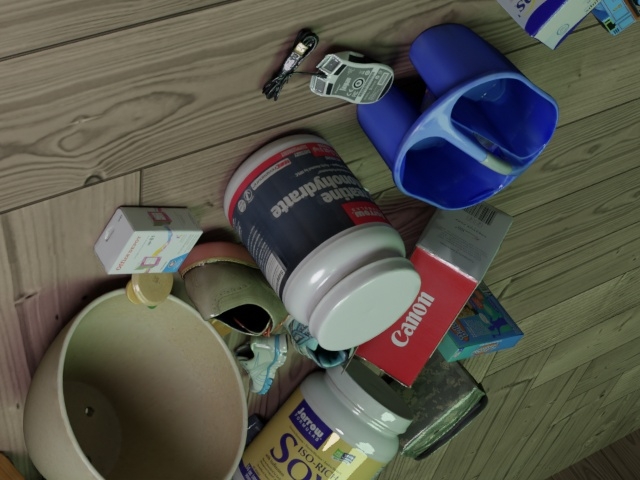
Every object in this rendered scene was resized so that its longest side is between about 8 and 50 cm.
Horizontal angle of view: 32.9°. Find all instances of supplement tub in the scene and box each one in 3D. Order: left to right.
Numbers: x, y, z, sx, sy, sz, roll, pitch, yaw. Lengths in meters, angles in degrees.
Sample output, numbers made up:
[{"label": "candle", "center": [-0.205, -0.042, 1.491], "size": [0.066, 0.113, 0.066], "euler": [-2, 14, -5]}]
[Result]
[{"label": "supplement tub", "center": [0.000, 0.000, 1.540], "size": [0.191, 0.272, 0.191], "euler": [-26, 150, -16]}, {"label": "supplement tub", "center": [0.007, 0.417, 2.188], "size": [0.331, 0.241, 0.241], "euler": [-51, 149, 8]}]

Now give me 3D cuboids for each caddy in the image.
[{"label": "caddy", "center": [0.217, -0.166, 1.620], "size": [0.241, 0.179, 0.341], "euler": [-46, 149, 18]}]

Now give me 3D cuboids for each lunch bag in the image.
[{"label": "lunch bag", "center": [0.259, 0.383, 2.513], "size": [0.235, 0.169, 0.287], "euler": [-41, 159, 4]}]

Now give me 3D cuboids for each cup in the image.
[{"label": "cup", "center": [-0.308, 0.263, 1.620], "size": [0.331, 0.331, 0.237], "euler": [0, 159, -47]}]

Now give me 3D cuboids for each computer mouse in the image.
[{"label": "computer mouse", "center": [0.017, -0.226, 1.463], "size": [0.193, 0.042, 0.106], "euler": [4, 129, -42]}]

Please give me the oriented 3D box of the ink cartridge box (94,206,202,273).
[{"label": "ink cartridge box", "center": [-0.241, 0.000, 1.516], "size": [0.122, 0.052, 0.088], "euler": [0, 136, -45]}]

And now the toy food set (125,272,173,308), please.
[{"label": "toy food set", "center": [-0.247, 0.058, 1.587], "size": [0.020, 0.083, 0.082], "euler": [-1, 166, 39]}]

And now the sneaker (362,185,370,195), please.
[{"label": "sneaker", "center": [0.013, -0.024, 1.731], "size": [0.170, 0.071, 0.068], "euler": [-34, 152, -3]}]

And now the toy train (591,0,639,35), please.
[{"label": "toy train", "center": [0.446, -0.388, 1.637], "size": [0.105, 0.080, 0.184], "euler": [-37, 152, 17]}]

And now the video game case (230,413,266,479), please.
[{"label": "video game case", "center": [-0.220, 0.477, 2.288], "size": [0.274, 0.026, 0.196], "euler": [-35, 151, -3]}]

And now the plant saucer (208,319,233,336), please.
[{"label": "plant saucer", "center": [-0.167, 0.141, 1.848], "size": [0.083, 0.013, 0.083], "euler": [-26, 151, -16]}]

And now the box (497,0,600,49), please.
[{"label": "box", "center": [0.307, -0.354, 1.472], "size": [0.126, 0.137, 0.072], "euler": [-47, 149, 21]}]

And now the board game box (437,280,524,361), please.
[{"label": "board game box", "center": [0.295, 0.160, 2.215], "size": [0.210, 0.160, 0.047], "euler": [-5, 140, -42]}]

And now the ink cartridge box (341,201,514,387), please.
[{"label": "ink cartridge box", "center": [0.186, 0.103, 1.922], "size": [0.272, 0.130, 0.309], "euler": [-53, 171, -46]}]

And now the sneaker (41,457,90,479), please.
[{"label": "sneaker", "center": [-0.372, 0.372, 1.923], "size": [0.267, 0.101, 0.106], "euler": [-15, 168, -34]}]

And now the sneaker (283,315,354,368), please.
[{"label": "sneaker", "center": [0.005, 0.194, 1.995], "size": [0.110, 0.122, 0.283], "euler": [-36, 151, 3]}]

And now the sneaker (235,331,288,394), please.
[{"label": "sneaker", "center": [-0.118, 0.219, 1.981], "size": [0.083, 0.071, 0.190], "euler": [8, 143, -12]}]

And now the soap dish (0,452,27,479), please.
[{"label": "soap dish", "center": [-0.503, 0.505, 1.775], "size": [0.118, 0.291, 0.229], "euler": [-30, 155, -44]}]

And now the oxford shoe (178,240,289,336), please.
[{"label": "oxford shoe", "center": [-0.094, 0.100, 1.718], "size": [0.123, 0.130, 0.348], "euler": [-29, 154, 30]}]
